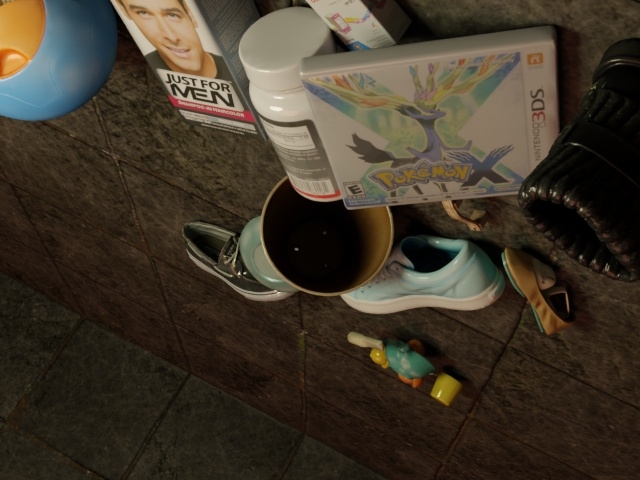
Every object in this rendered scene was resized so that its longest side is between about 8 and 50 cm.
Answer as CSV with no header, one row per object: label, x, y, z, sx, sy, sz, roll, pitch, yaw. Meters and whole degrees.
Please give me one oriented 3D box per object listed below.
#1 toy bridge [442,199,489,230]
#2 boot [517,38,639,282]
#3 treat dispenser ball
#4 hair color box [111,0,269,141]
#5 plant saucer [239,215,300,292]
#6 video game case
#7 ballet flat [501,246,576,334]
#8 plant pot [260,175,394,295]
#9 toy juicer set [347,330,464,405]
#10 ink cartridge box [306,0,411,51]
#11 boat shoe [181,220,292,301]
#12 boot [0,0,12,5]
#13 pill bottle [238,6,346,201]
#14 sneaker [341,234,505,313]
toy bridge,0.222,-0.076,1.434,0.026,0.063,0.188,9,148,40
boot,0.423,-0.055,1.012,0.348,0.260,0.131,26,155,11
treat dispenser ball,-0.485,-0.344,1.468,0.288,0.288,0.288,25,154,13
hair color box,-0.193,-0.332,1.372,0.185,0.114,0.374,15,150,31
plant saucer,-0.097,0.038,1.927,0.195,0.037,0.195,12,121,20
video game case,0.164,-0.156,1.230,0.329,0.036,0.300,-4,144,14
ballet flat,0.389,0.080,1.550,0.073,0.080,0.232,-18,135,23
plant pot,0.000,0.000,1.669,0.237,0.237,0.254,31,169,0
toy juicer set,0.186,0.265,2.092,0.329,0.089,0.209,40,168,-36
ink cartridge box,0.049,-0.316,1.200,0.122,0.052,0.088,45,152,-24
boat shoe,-0.202,0.046,2.067,0.335,0.121,0.119,18,156,31
boot,-0.433,-0.496,1.282,0.095,0.203,0.262,28,138,68
pill bottle,-0.013,-0.204,1.347,0.161,0.161,0.283,16,151,29
sneaker,0.162,0.044,1.664,0.366,0.135,0.150,-7,132,39
